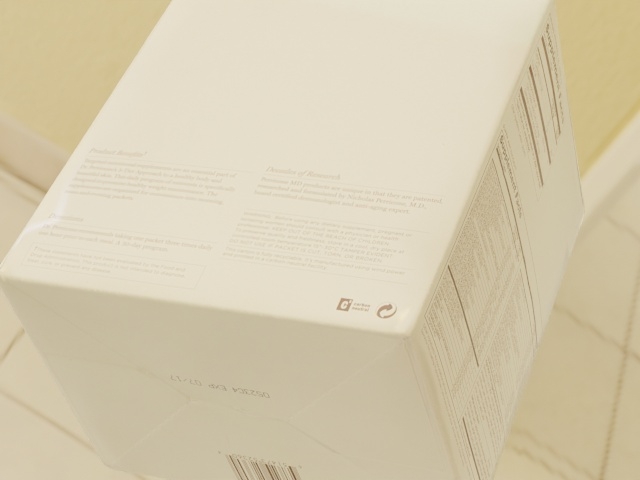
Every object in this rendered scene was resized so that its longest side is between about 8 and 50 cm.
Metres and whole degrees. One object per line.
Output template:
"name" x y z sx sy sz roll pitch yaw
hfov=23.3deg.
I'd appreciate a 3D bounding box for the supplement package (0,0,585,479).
"supplement package" 0.000 0.000 0.722 0.194 0.149 0.203 7 50 24
